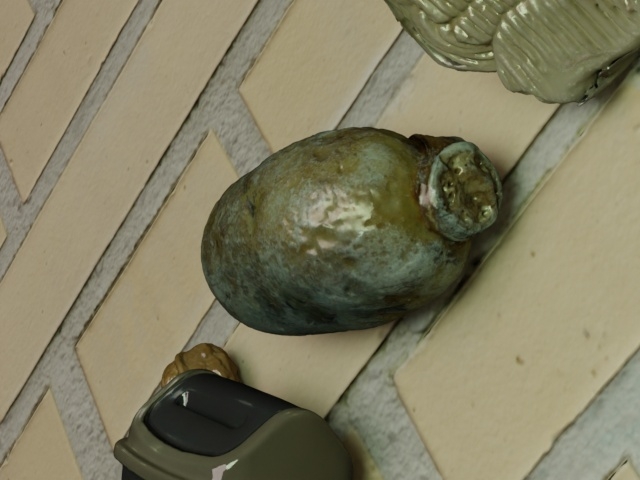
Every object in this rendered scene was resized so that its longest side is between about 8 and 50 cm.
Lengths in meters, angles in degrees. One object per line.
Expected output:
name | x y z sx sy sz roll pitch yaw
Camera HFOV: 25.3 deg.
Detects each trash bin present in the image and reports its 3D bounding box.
trash bin | -0.085 0.272 1.261 0.209 0.182 0.290 13 95 52

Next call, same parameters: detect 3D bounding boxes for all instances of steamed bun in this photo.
steamed bun | 0.172 -0.219 1.097 0.218 0.211 0.144 -49 0 36

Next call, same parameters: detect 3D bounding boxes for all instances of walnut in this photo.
walnut | -0.118 0.146 1.421 0.079 0.082 0.096 -35 47 6

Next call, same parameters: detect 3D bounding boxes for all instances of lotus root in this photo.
lotus root | -0.001 0.001 1.237 0.349 0.175 0.175 -22 63 51
